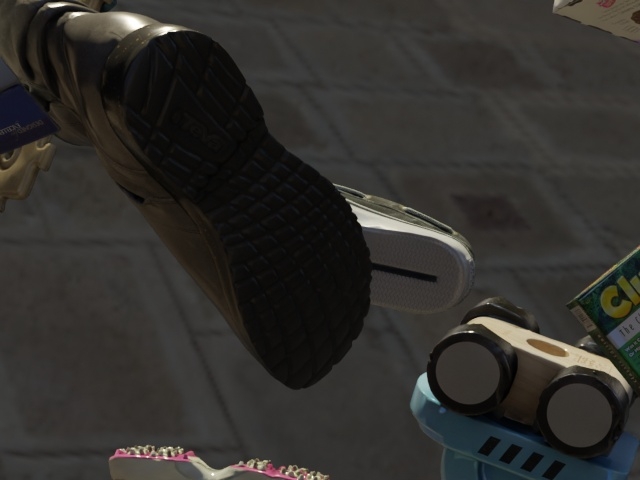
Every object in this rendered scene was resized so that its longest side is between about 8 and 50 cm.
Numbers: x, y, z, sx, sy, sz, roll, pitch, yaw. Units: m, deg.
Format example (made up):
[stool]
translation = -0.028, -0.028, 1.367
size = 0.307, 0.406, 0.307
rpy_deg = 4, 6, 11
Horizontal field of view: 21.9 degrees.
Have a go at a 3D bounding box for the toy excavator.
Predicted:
[toy excavator]
translation = 0.294, 0.348, 2.099
size = 0.432, 0.445, 0.222
rpy_deg = 21, 16, 12

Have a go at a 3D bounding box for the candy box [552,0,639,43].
[candy box]
translation = 0.367, -0.257, 1.709
size = 0.196, 0.070, 0.165
rpy_deg = 16, -14, -21

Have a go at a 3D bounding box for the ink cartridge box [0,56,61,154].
[ink cartridge box]
translation = -0.335, -0.150, 1.074
size = 0.333, 0.165, 0.065
rpy_deg = 50, 37, -29

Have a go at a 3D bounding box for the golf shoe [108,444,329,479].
[golf shoe]
translation = -0.116, 0.332, 2.026
size = 0.306, 0.140, 0.115
rpy_deg = 5, -6, 15

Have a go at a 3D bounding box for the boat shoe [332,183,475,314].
[boat shoe]
translation = 0.000, 0.000, 1.722
size = 0.335, 0.121, 0.119
rpy_deg = 19, 12, 9

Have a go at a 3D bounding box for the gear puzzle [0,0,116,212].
[gear puzzle]
translation = -0.267, -0.098, 1.455
size = 0.175, 0.339, 0.044
rpy_deg = 5, -19, 45

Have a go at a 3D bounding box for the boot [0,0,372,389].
[boot]
translation = -0.103, -0.052, 1.182
size = 0.118, 0.338, 0.222
rpy_deg = -42, 41, -20

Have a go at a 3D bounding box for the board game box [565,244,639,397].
[board game box]
translation = 0.311, 0.019, 1.163
size = 0.259, 0.030, 0.136
rpy_deg = -37, 88, -14
